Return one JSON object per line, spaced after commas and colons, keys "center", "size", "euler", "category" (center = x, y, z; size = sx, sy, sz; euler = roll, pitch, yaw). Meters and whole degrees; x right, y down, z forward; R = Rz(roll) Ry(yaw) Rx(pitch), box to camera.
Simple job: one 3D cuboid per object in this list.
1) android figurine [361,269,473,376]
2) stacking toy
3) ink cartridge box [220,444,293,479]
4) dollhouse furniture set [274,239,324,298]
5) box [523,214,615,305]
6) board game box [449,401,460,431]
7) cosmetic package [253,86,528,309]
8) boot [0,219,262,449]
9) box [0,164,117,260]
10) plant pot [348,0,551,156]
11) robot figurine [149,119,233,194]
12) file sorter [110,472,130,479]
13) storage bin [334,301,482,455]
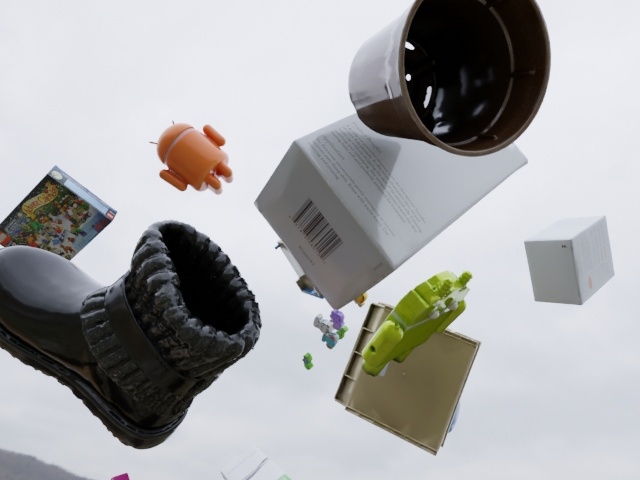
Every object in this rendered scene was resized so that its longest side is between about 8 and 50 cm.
{"center": [0.184, 0.153, 0.893], "size": [0.248, 0.056, 0.273], "euler": [-10, -38, -44], "category": "android figurine"}
{"center": [0.038, 0.240, 1.264], "size": [0.052, 0.167, 0.221], "euler": [36, -47, 23], "category": "stacking toy"}
{"center": [-0.115, 0.654, 1.166], "size": [0.273, 0.114, 0.198], "euler": [-3, -63, 61], "category": "ink cartridge box"}
{"center": [0.000, 0.000, 1.389], "size": [0.286, 0.198, 0.303], "euler": [59, -23, -17], "category": "dollhouse furniture set"}
{"center": [0.492, 0.035, 0.933], "size": [0.091, 0.170, 0.130], "euler": [-2, -75, 51], "category": "box"}
{"center": [0.351, 0.454, 1.339], "size": [0.033, 0.133, 0.169], "euler": [-1, -71, 37], "category": "board game box"}
{"center": [0.116, -0.088, 0.686], "size": [0.197, 0.365, 0.155], "euler": [53, -38, 7], "category": "cosmetic package"}
{"center": [-0.247, 0.063, 0.555], "size": [0.348, 0.131, 0.260], "euler": [37, -55, 2], "category": "boot"}
{"center": [-0.596, -0.036, 1.060], "size": [0.233, 0.044, 0.159], "euler": [-37, -60, 19], "category": "box"}
{"center": [0.117, -0.174, 0.504], "size": [0.167, 0.167, 0.165], "euler": [27, 0, -22], "category": "plant pot"}
{"center": [-0.322, -0.213, 1.210], "size": [0.219, 0.128, 0.158], "euler": [39, -65, 1], "category": "robot figurine"}
{"center": [-0.287, 0.443, 0.487], "size": [0.182, 0.202, 0.291], "euler": [0, -59, -38], "category": "file sorter"}
{"center": [0.202, 0.308, 1.105], "size": [0.260, 0.262, 0.123], "euler": [21, -3, 21], "category": "storage bin"}
